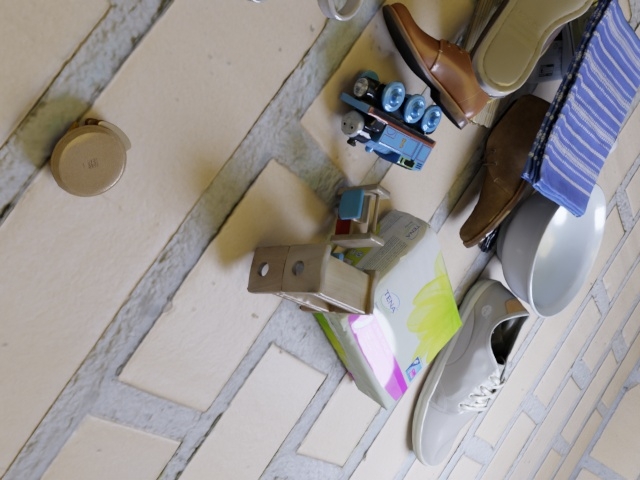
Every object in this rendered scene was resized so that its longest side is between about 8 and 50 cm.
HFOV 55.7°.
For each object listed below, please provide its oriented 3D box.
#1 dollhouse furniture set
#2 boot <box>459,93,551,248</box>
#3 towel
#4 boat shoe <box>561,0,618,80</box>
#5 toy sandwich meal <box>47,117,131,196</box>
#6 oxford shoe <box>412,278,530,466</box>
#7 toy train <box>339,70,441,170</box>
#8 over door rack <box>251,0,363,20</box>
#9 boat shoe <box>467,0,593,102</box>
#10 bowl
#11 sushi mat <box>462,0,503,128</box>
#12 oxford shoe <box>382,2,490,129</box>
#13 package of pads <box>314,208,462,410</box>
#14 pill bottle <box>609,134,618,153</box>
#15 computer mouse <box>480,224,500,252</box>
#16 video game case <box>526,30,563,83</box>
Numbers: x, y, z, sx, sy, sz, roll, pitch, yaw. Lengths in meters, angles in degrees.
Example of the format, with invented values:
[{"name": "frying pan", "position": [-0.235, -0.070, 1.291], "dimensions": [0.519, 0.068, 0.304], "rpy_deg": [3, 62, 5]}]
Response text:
[{"name": "dollhouse furniture set", "position": [0.000, 0.000, 0.851], "dimensions": [0.129, 0.129, 0.183], "rpy_deg": [28, 66, -48]}, {"name": "boot", "position": [0.330, -0.129, 1.119], "dimensions": [0.115, 0.112, 0.305], "rpy_deg": [33, 90, -5]}, {"name": "towel", "position": [0.482, -0.220, 1.069], "dimensions": [0.243, 0.040, 0.336], "rpy_deg": [20, 95, -44]}, {"name": "boat shoe", "position": [0.494, -0.402, 1.092], "dimensions": [0.109, 0.094, 0.302], "rpy_deg": [-44, 135, -18]}, {"name": "toy sandwich meal", "position": [-0.237, -0.086, 0.620], "dimensions": [0.086, 0.029, 0.085], "rpy_deg": [-23, 130, -32]}, {"name": "oxford shoe", "position": [0.321, 0.304, 1.305], "dimensions": [0.169, 0.130, 0.449], "rpy_deg": [8, 106, -48]}, {"name": "toy train", "position": [0.101, -0.170, 0.874], "dimensions": [0.184, 0.080, 0.105], "rpy_deg": [13, 107, -48]}, {"name": "over door rack", "position": [-0.014, -0.375, 0.533], "dimensions": [0.108, 0.239, 0.324], "rpy_deg": [19, 97, -54]}, {"name": "boat shoe", "position": [0.328, -0.346, 0.961], "dimensions": [0.117, 0.097, 0.324], "rpy_deg": [38, 76, -7]}, {"name": "bowl", "position": [0.469, 0.003, 1.281], "dimensions": [0.298, 0.134, 0.297], "rpy_deg": [-21, 122, -37]}, {"name": "sushi mat", "position": [0.299, -0.352, 1.016], "dimensions": [0.151, 0.019, 0.316], "rpy_deg": [4, 107, -47]}, {"name": "oxford shoe", "position": [0.165, -0.259, 0.857], "dimensions": [0.076, 0.076, 0.212], "rpy_deg": [-41, 118, 10]}, {"name": "package of pads", "position": [0.124, 0.119, 1.029], "dimensions": [0.229, 0.101, 0.296], "rpy_deg": [-44, 136, -18]}, {"name": "pill bottle", "position": [0.593, -0.237, 1.318], "dimensions": [0.152, 0.086, 0.086], "rpy_deg": [16, 99, -48]}, {"name": "computer mouse", "position": [0.372, -0.087, 1.221], "dimensions": [0.071, 0.041, 0.242], "rpy_deg": [-4, 120, -62]}, {"name": "video game case", "position": [0.466, -0.395, 1.157], "dimensions": [0.190, 0.022, 0.173], "rpy_deg": [-17, 122, -37]}]
